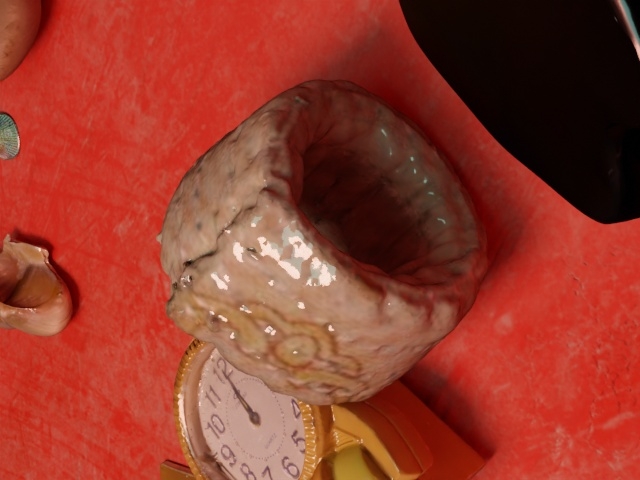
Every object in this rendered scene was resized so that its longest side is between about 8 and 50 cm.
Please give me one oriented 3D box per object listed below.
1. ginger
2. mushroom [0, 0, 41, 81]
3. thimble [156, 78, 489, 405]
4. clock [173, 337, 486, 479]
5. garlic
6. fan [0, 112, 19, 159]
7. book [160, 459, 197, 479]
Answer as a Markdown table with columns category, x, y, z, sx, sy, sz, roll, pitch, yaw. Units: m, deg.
| category | x | y | z | sx | sy | sz | roll | pitch | yaw |
| --- | --- | --- | --- | --- | --- | --- | --- | --- | --- |
| ginger | 0.206 | -0.248 | 0.907 | 0.413 | 0.211 | 0.358 | 57 | 167 | 19 |
| mushroom | -0.440 | -0.288 | 1.373 | 0.226 | 0.178 | 0.226 | 15 | 113 | 40 |
| thimble | 0.000 | 0.000 | 1.110 | 0.195 | 0.291 | 0.291 | -42 | 81 | 37 |
| clock | -0.016 | 0.218 | 1.265 | 0.317 | 0.200 | 0.244 | 48 | 122 | 21 |
| garlic | -0.404 | 0.071 | 1.528 | 0.174 | 0.099 | 0.124 | 19 | 131 | 27 |
| fan | -0.424 | -0.141 | 1.511 | 0.080 | 0.003 | 0.060 | 26 | 111 | 10 |
| book | -0.120 | 0.445 | 1.511 | 0.208 | 0.020 | 0.295 | 12 | 112 | 30 |
